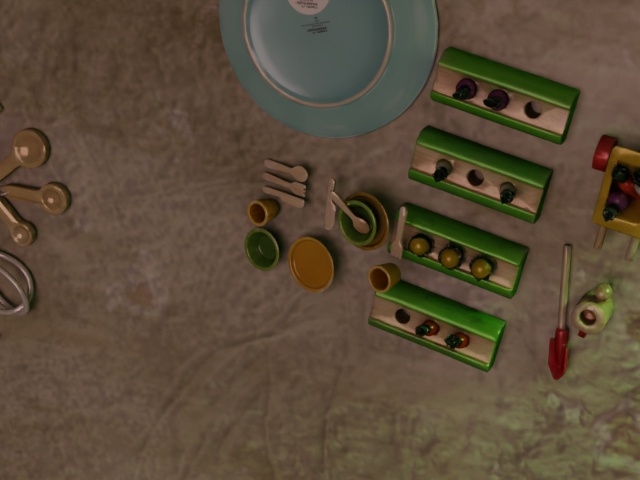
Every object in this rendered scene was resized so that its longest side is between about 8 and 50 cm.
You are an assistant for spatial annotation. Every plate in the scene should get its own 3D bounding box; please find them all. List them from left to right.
[{"bbox_3d":[0.000,-0.169,1.178,0.188,0.024,0.188,9,112,22],"label":"plate"}]

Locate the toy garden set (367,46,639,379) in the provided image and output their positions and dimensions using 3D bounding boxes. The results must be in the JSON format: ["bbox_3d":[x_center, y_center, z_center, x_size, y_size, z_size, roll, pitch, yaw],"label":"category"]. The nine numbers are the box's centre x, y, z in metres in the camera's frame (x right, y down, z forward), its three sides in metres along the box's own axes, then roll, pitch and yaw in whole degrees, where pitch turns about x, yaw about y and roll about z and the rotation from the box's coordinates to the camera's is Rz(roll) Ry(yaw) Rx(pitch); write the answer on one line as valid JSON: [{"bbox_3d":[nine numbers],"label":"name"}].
[{"bbox_3d":[0.153,0.000,1.154,0.204,0.049,0.244,21,115,16],"label":"toy garden set"}]

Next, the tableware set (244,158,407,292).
[{"bbox_3d":[0.000,0.000,1.218,0.154,0.024,0.104,21,117,32],"label":"tableware set"}]

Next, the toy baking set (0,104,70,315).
[{"bbox_3d":[-0.332,-0.027,1.373,0.197,0.030,0.256,30,117,12],"label":"toy baking set"}]
